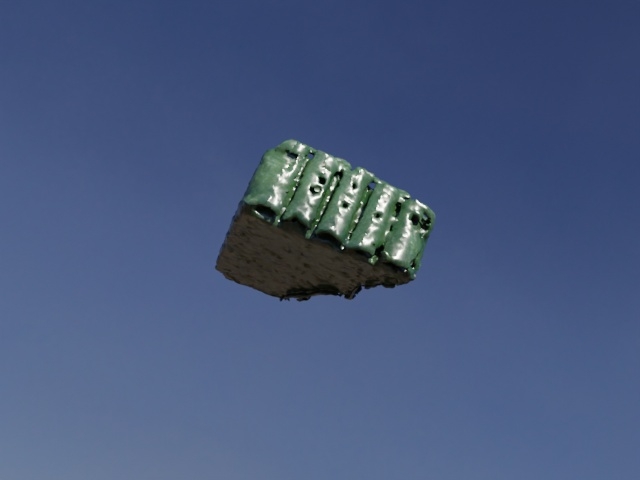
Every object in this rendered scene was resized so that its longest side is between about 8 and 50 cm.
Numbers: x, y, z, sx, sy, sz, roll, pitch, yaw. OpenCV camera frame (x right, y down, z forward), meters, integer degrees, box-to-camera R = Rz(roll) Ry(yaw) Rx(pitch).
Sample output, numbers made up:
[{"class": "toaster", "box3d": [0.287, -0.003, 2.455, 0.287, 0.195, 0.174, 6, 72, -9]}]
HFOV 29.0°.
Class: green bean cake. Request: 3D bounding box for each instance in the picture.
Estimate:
[{"class": "green bean cake", "box3d": [0.000, 0.000, 1.311, 0.193, 0.107, 0.208, 22, -28, -5]}]
